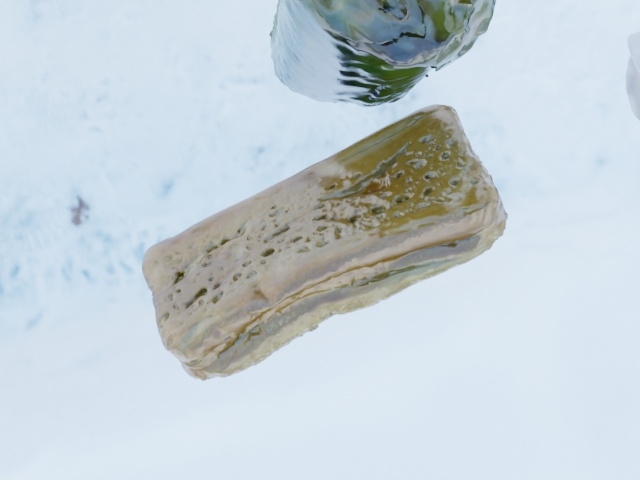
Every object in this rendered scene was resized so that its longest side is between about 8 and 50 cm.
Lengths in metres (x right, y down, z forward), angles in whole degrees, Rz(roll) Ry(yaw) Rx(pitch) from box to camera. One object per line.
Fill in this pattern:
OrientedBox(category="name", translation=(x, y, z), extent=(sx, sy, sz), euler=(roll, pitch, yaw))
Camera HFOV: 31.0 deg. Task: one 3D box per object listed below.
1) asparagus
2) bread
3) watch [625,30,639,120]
OrientedBox(category="asparagus", translation=(0.025, -0.144, 0.764), extent=(0.128, 0.382, 0.108), euler=(29, 87, -3))
OrientedBox(category="bread", translation=(-0.001, -0.001, 0.865), extent=(0.271, 0.139, 0.077), euler=(-28, 139, 6))
OrientedBox(category="watch", translation=(0.397, -0.158, 1.194), extent=(0.196, 0.244, 0.231), euler=(-38, 151, 28))
